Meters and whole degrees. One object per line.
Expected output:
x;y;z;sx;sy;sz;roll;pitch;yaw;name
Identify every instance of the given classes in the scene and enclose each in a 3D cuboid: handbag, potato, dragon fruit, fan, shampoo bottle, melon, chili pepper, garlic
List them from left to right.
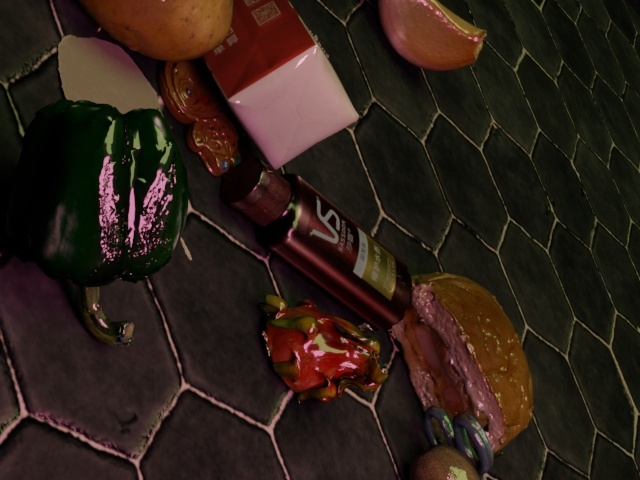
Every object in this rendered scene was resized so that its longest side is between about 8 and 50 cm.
-0.230;-0.014;1.290;0.165;0.174;0.261;-18;119;-64;chili pepper
-0.224;-0.112;1.536;0.182;0.010;0.310;-11;73;-60;fan
-0.212;-0.345;1.582;0.229;0.229;0.266;-70;142;-53;potato
-0.086;-0.259;1.745;0.298;0.151;0.171;59;2;41;handbag
0.000;0.000;1.737;0.323;0.084;0.129;40;43;-36;shampoo bottle
0.006;0.141;1.624;0.142;0.175;0.138;77;21;-51;dragon fruit
0.189;-0.412;2.305;0.245;0.164;0.145;44;51;-22;garlic
0.174;0.341;1.729;0.131;0.098;0.098;59;28;3;melon

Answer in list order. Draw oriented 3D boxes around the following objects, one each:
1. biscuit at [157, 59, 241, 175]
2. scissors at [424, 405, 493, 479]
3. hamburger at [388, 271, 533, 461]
-0.155;-0.171;1.683;0.124;0.026;0.175;-23;87;-61;biscuit
0.225;0.370;1.807;0.041;0.138;0.289;-28;105;-29;scissors
0.224;0.178;1.912;0.211;0.132;0.309;-21;83;-59;hamburger
